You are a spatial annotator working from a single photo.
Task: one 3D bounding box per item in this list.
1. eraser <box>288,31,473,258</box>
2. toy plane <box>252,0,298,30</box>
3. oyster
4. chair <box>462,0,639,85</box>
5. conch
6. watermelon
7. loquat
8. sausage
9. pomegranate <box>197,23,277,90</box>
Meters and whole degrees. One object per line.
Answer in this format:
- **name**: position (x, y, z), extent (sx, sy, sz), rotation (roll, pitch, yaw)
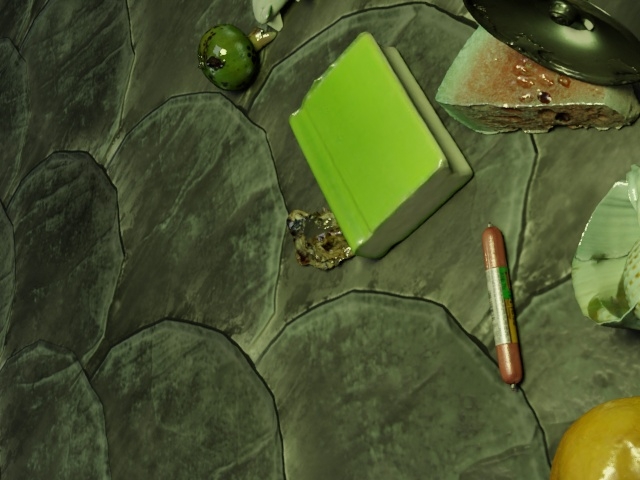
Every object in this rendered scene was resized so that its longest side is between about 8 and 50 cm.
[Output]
- **eraser**: position (0.078, -0.142, 1.152), extent (0.210, 0.092, 0.274), rotation (-45, 55, 27)
- **toy plane**: position (-0.063, -0.461, 1.361), extent (0.174, 0.080, 0.174), rotation (-38, 40, 41)
- **oyster**: position (0.005, -0.005, 1.215), extent (0.148, 0.051, 0.103), rotation (-7, 83, 31)
- **chair**: position (0.344, -0.393, 0.827), extent (0.226, 0.226, 0.401), rotation (30, 91, 43)
- **conch**: position (0.370, 0.022, 0.817), extent (0.172, 0.131, 0.200), rotation (123, 166, -52)
- **watermelon**: position (0.289, -0.202, 0.983), extent (0.241, 0.094, 0.154), rotation (25, 88, 42)
- **loquat**: position (0.323, 0.268, 0.768), extent (0.187, 0.176, 0.234), rotation (7, 82, 35)
- **sausage**: position (0.234, 0.082, 0.995), extent (0.029, 0.029, 0.223), rotation (-18, 69, 39)
- **pomegranate**: position (-0.153, -0.345, 1.410), extent (0.161, 0.122, 0.122), rotation (-34, 50, -12)
